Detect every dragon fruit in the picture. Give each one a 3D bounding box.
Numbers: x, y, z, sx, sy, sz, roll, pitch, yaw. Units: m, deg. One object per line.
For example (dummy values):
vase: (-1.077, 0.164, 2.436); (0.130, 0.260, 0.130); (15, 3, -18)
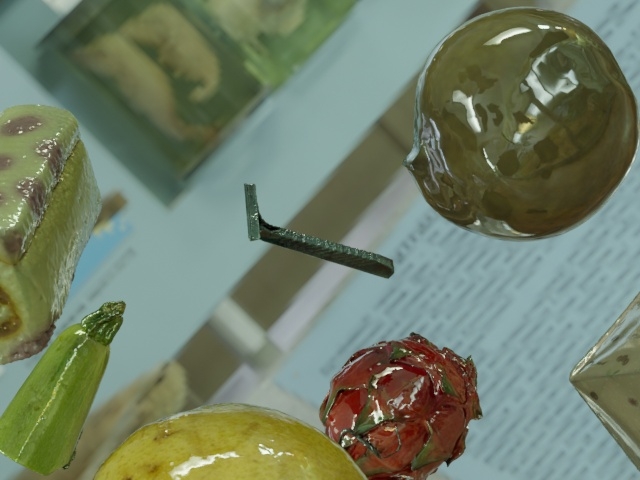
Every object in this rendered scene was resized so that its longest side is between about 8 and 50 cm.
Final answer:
dragon fruit: (0.087, 0.229, 2.146); (0.274, 0.193, 0.192); (-41, 45, -10)

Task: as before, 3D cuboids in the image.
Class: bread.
bread: (-0.364, -0.015, 2.012); (0.155, 0.187, 0.338); (-8, 29, 11)

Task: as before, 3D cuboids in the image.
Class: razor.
razor: (-0.004, 0.003, 1.668); (0.033, 0.190, 0.066); (-37, 47, 38)

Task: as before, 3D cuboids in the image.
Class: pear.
pear: (-0.080, 0.303, 1.588); (0.314, 0.314, 0.314); (-43, 12, 12)

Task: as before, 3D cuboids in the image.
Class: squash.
squash: (-0.265, 0.148, 1.809); (0.200, 0.090, 0.075); (-58, -27, -8)

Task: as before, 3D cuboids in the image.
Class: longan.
longan: (0.253, -0.144, 2.179); (0.319, 0.319, 0.319); (-43, 12, 12)

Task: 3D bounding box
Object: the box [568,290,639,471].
box: (0.406, 0.148, 1.481); (0.225, 0.297, 0.190); (-45, 16, -28)
